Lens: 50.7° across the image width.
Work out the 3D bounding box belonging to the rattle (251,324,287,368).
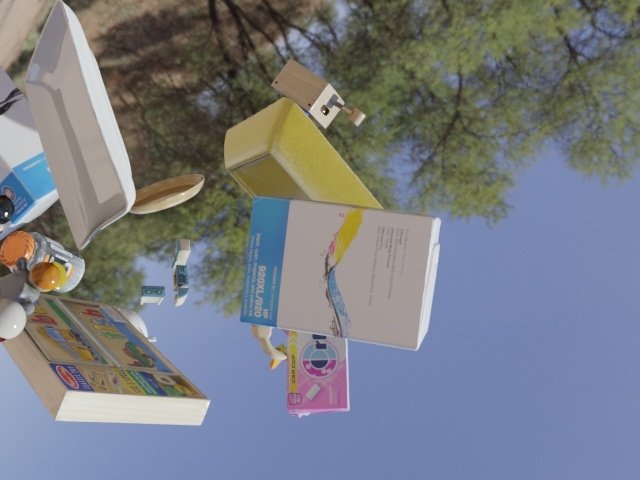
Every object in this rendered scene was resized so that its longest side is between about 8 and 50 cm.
[{"bbox_3d":[-0.171,0.282,1.998,0.143,0.200,0.130,-27,-146,61],"label":"rattle"}]

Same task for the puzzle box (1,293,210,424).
[{"bbox_3d":[-0.413,0.198,1.205,0.409,0.272,0.052,28,-82,44],"label":"puzzle box"}]

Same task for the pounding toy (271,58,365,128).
[{"bbox_3d":[0.005,-0.325,1.659,0.094,0.206,0.181,-53,159,3],"label":"pounding toy"}]

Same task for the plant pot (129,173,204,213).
[{"bbox_3d":[-0.422,-0.123,1.825,0.236,0.032,0.236,-15,-159,6],"label":"plant pot"}]

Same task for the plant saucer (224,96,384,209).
[{"bbox_3d":[-0.047,-0.097,1.330,0.081,0.332,0.333,-47,-163,-21],"label":"plant saucer"}]

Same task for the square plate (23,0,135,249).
[{"bbox_3d":[-0.416,-0.179,1.166,0.049,0.344,0.347,-17,178,-34],"label":"square plate"}]

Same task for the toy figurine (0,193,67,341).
[{"bbox_3d":[-0.508,0.044,1.012,0.148,0.213,0.209,-23,-163,17],"label":"toy figurine"}]

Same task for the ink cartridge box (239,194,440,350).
[{"bbox_3d":[0.036,0.036,0.906,0.171,0.233,0.168,-7,104,-77],"label":"ink cartridge box"}]

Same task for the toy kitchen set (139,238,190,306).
[{"bbox_3d":[-0.540,0.107,2.337,0.122,0.166,0.207,123,-36,-47],"label":"toy kitchen set"}]

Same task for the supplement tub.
[{"bbox_3d":[-0.699,0.052,1.702,0.117,0.190,0.117,-9,-113,21],"label":"supplement tub"}]

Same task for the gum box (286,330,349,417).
[{"bbox_3d":[-0.004,0.220,1.211,0.062,0.107,0.188,76,12,-71],"label":"gum box"}]

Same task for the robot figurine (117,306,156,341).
[{"bbox_3d":[-0.661,0.297,1.971,0.300,0.353,0.199,-174,-97,-78],"label":"robot figurine"}]

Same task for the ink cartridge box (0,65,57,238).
[{"bbox_3d":[-0.801,-0.232,1.620,0.285,0.395,0.166,-26,-166,42],"label":"ink cartridge box"}]
